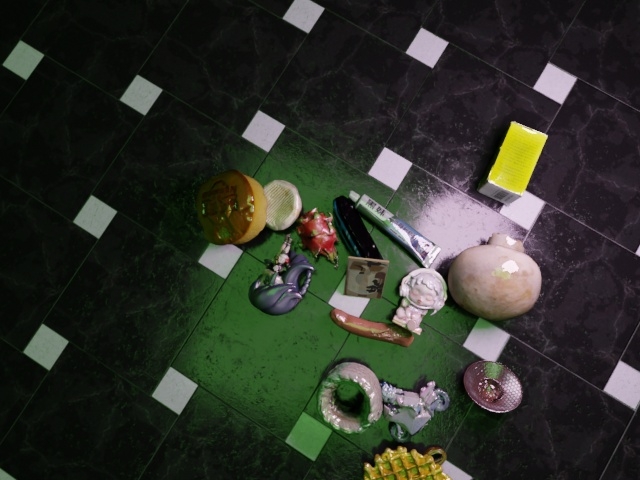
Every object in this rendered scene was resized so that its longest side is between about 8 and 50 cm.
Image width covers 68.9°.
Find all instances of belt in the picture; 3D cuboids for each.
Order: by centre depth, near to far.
[{"bbox_3d":[0.385,0.736,1.584,0.083,0.036,0.059,-26,81,-1],"label":"belt"}]

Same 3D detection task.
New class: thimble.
[{"bbox_3d":[0.102,0.519,1.542,0.219,0.150,0.219,1,92,17],"label":"thimble"}]

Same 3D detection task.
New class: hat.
[{"bbox_3d":[0.578,0.512,1.591,0.193,0.082,0.193,0,44,0],"label":"hat"}]

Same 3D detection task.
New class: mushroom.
[{"bbox_3d":[0.583,0.114,1.575,0.297,0.297,0.290,22,47,4],"label":"mushroom"}]

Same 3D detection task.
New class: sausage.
[{"bbox_3d":[0.175,0.307,1.628,0.304,0.078,0.078,14,83,4],"label":"sausage"}]

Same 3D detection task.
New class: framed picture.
[{"bbox_3d":[0.154,0.132,1.604,0.135,0.201,0.010,6,45,2],"label":"framed picture"}]

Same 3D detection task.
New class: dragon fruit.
[{"bbox_3d":[-0.002,0.001,1.641,0.137,0.135,0.236,-23,102,-27],"label":"dragon fruit"}]

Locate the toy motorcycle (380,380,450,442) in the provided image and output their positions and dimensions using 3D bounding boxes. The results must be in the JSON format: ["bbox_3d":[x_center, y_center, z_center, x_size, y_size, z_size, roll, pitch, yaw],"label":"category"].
[{"bbox_3d":[0.290,0.545,1.575,0.239,0.108,0.204,-43,83,-4],"label":"toy motorcycle"}]

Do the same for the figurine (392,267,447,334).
[{"bbox_3d":[0.340,0.198,1.603,0.162,0.141,0.237,31,84,10],"label":"figurine"}]

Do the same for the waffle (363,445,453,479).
[{"bbox_3d":[0.279,0.824,1.551,0.309,0.065,0.283,24,93,9],"label":"waffle"}]

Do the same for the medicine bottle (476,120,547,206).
[{"bbox_3d":[0.676,-0.269,1.656,0.141,0.137,0.250,24,83,5],"label":"medicine bottle"}]

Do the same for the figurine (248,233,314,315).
[{"bbox_3d":[-0.132,0.132,1.615,0.197,0.175,0.265,44,94,2],"label":"figurine"}]

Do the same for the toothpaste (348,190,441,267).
[{"bbox_3d":[0.257,-0.053,1.678,0.392,0.061,0.099,38,72,4],"label":"toothpaste"}]

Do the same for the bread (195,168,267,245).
[{"bbox_3d":[-0.312,-0.113,1.626,0.269,0.148,0.270,-1,88,31],"label":"bread"}]

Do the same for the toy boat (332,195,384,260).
[{"bbox_3d":[0.112,-0.013,1.658,0.092,0.134,0.299,-34,77,30],"label":"toy boat"}]

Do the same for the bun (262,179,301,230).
[{"bbox_3d":[-0.140,-0.124,1.679,0.183,0.102,0.183,-1,87,21],"label":"bun"}]
